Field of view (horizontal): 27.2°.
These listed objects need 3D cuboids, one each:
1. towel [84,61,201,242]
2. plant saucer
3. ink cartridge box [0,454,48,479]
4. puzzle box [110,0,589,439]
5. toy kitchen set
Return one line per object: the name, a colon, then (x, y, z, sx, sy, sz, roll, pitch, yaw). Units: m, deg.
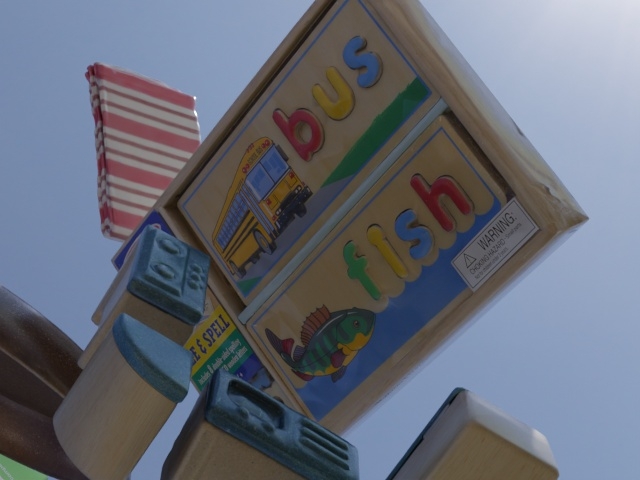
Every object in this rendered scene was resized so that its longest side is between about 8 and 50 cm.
towel: (-0.176, -0.079, 1.358, 0.144, 0.029, 0.197, 15, -119, -49)
plant saucer: (-0.259, 0.077, 0.943, 0.310, 0.310, 0.050, 42, -117, -24)
ink cartridge box: (-0.408, 0.286, 1.218, 0.115, 0.198, 0.273, 47, -159, 4)
puzzle box: (0.000, 0.000, 1.103, 0.052, 0.409, 0.272, -17, -114, -49)
toy kitchen set: (-0.009, 0.073, 0.673, 0.207, 0.166, 0.122, 32, -73, -12)
